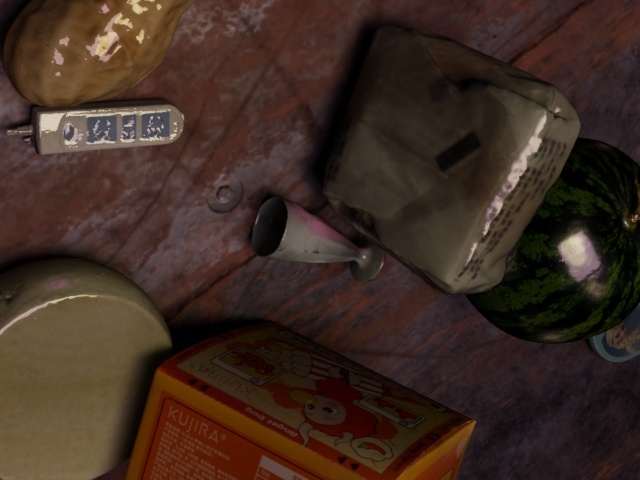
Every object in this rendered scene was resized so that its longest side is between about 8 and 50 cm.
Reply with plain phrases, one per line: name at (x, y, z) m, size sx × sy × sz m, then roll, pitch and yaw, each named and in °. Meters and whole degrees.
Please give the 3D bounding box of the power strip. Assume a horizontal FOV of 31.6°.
power strip at (-0.225, -0.117, 1.158) m, size 0.191 × 0.030 × 0.047 m, roll -8°, pitch 115°, yaw -28°

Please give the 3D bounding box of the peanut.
peanut at (-0.176, -0.236, 1.074) m, size 0.290 × 0.130 × 0.130 m, roll -47°, pitch 126°, yaw -2°

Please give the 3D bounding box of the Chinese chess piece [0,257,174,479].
Chinese chess piece at (-0.278, 0.140, 1.201) m, size 0.250 × 0.101 × 0.250 m, roll -12°, pitch 117°, yaw -25°

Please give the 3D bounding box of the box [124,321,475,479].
box at (-0.023, 0.248, 1.234) m, size 0.259 × 0.284 × 0.213 m, roll -18°, pitch 129°, yaw -61°

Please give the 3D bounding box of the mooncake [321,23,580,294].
mooncake at (0.133, -0.090, 1.251) m, size 0.136 × 0.250 × 0.254 m, roll 8°, pitch 113°, yaw -52°

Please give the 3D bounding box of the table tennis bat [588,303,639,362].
table tennis bat at (0.425, 0.095, 1.633) m, size 0.237 × 0.038 × 0.149 m, roll 28°, pitch 96°, yaw -39°

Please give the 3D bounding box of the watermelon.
watermelon at (0.284, 0.000, 1.379) m, size 0.269 × 0.269 × 0.268 m, roll -12°, pitch 117°, yaw -25°

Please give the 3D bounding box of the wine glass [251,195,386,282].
wine glass at (0.000, 0.000, 1.321) m, size 0.155 × 0.073 × 0.073 m, roll 15°, pitch 104°, yaw -37°
